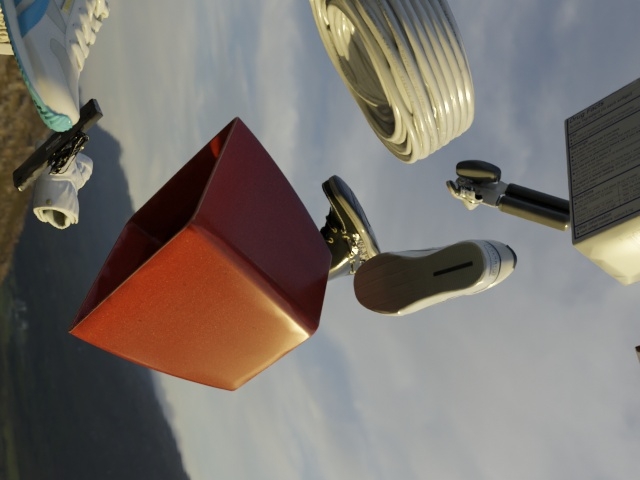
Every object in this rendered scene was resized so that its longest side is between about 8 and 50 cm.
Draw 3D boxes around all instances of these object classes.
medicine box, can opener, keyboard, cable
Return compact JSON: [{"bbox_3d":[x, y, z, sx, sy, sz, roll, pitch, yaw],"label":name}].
[{"bbox_3d":[0.540,-0.118,1.317,0.263,0.149,0.289,-30,-143,40],"label":"medicine box"},{"bbox_3d":[0.432,-0.106,1.882,0.284,0.076,0.095,20,-28,24],"label":"can opener"},{"bbox_3d":[-0.421,-0.143,1.367,0.038,0.192,0.100,43,9,-36],"label":"keyboard"},{"bbox_3d":[0.072,-0.211,0.907,0.257,0.089,0.257,60,-6,16],"label":"cable"}]

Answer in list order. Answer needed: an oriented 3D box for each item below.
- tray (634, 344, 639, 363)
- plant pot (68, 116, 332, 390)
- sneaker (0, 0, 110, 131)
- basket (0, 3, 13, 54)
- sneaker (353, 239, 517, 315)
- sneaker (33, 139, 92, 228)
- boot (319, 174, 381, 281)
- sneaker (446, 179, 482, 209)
[{"bbox_3d":[0.839,0.253,1.612,0.076,0.411,0.202,107,-29,-74],"label":"tray"},{"bbox_3d":[-0.135,0.043,1.146,0.267,0.236,0.267,-38,-157,29],"label":"plant pot"},{"bbox_3d":[-0.240,-0.209,0.771,0.087,0.092,0.228,114,-35,-69],"label":"sneaker"},{"bbox_3d":[-0.492,-0.345,1.208,0.103,0.167,0.113,94,-1,-54],"label":"basket"},{"bbox_3d":[0.157,0.055,1.168,0.258,0.091,0.094,-11,-101,47],"label":"sneaker"},{"bbox_3d":[-0.552,-0.107,1.777,0.292,0.108,0.169,144,-52,-85],"label":"sneaker"},{"bbox_3d":[0.001,0.002,1.474,0.236,0.179,0.085,59,12,-46],"label":"boot"},{"bbox_3d":[0.268,-0.093,1.560,0.037,0.083,0.032,-37,-145,29],"label":"sneaker"}]
